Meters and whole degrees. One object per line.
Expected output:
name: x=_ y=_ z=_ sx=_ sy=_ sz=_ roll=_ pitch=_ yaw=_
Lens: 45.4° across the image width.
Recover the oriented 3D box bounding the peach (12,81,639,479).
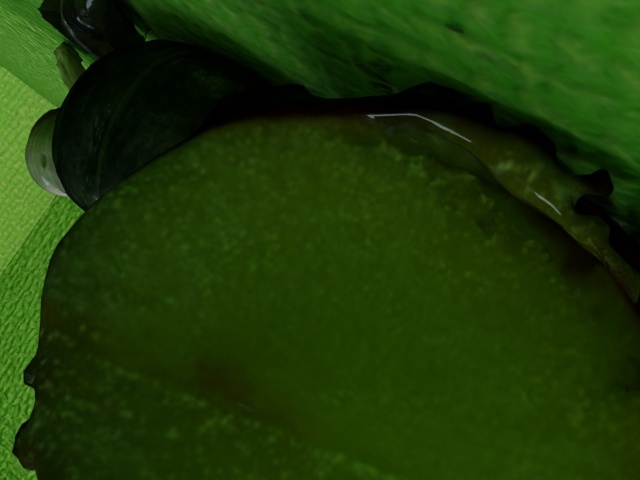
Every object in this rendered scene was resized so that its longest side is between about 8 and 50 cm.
peach: x=0.030 y=0.100 z=0.492 sx=0.416 sy=0.339 sz=0.353 roll=35 pitch=161 yaw=-23

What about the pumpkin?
pumpkin: x=-0.112 y=-0.051 z=0.741 sx=0.300 sy=0.207 sz=0.300 roll=28 pitch=166 yaw=7

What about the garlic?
garlic: x=-0.362 y=-0.193 z=1.220 sx=0.245 sy=0.245 sz=0.253 roll=-160 pitch=54 yaw=-68

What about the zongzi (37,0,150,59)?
zongzi: x=-0.197 y=-0.204 z=0.732 sx=0.119 sy=0.055 sz=0.109 roll=11 pitch=162 yaw=47
